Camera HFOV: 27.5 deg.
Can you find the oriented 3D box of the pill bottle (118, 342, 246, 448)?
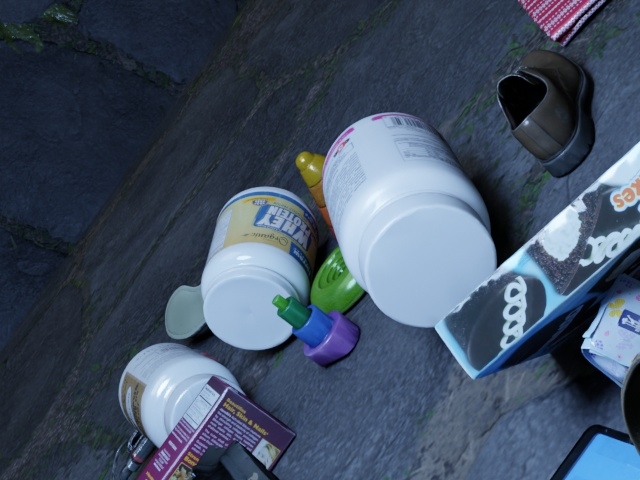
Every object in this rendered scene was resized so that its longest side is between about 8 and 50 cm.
[{"bbox_3d":[-0.170,0.208,1.663,0.131,0.131,0.229,-56,19,-9],"label":"pill bottle"}]

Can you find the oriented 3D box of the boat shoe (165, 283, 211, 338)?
[{"bbox_3d":[-0.159,0.096,1.943,0.228,0.069,0.081,-29,64,53],"label":"boat shoe"}]

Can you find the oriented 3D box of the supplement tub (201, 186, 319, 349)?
[{"bbox_3d":[-0.080,0.036,1.741,0.144,0.144,0.199,-42,22,29],"label":"supplement tub"}]

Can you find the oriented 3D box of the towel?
[{"bbox_3d":[0.336,-0.357,1.657,0.199,0.031,0.275,-45,22,15],"label":"towel"}]

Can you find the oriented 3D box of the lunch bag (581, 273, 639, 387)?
[{"bbox_3d":[0.246,0.076,1.010,0.071,0.083,0.053,-58,19,-18],"label":"lunch bag"}]

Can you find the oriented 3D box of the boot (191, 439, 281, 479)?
[{"bbox_3d":[-0.124,0.341,1.298,0.260,0.131,0.348,-52,3,-15],"label":"boot"}]

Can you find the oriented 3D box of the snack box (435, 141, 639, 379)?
[{"bbox_3d":[0.253,-0.017,1.049,0.322,0.060,0.187,-45,-18,23],"label":"snack box"}]

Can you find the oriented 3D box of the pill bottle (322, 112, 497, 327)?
[{"bbox_3d":[0.094,-0.025,1.423,0.160,0.160,0.283,-48,19,13],"label":"pill bottle"}]

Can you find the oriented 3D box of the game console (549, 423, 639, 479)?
[{"bbox_3d":[0.189,0.179,0.986,0.122,0.107,0.071,-173,90,-69],"label":"game console"}]

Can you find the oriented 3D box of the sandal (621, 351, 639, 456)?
[{"bbox_3d":[0.221,0.108,0.764,0.120,0.086,0.302,-9,58,68],"label":"sandal"}]

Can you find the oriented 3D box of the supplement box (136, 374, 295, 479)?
[{"bbox_3d":[-0.131,0.264,1.514,0.188,0.104,0.081,-54,19,-7],"label":"supplement box"}]

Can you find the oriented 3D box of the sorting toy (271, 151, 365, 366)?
[{"bbox_3d":[0.000,0.000,1.652,0.127,0.126,0.365,-40,22,33],"label":"sorting toy"}]

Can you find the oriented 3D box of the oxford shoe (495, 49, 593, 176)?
[{"bbox_3d":[0.240,-0.166,1.438,0.083,0.096,0.227,-46,18,24],"label":"oxford shoe"}]

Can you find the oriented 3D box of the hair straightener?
[{"bbox_3d":[-0.226,0.256,1.861,0.230,0.047,0.089,-59,19,-6],"label":"hair straightener"}]
